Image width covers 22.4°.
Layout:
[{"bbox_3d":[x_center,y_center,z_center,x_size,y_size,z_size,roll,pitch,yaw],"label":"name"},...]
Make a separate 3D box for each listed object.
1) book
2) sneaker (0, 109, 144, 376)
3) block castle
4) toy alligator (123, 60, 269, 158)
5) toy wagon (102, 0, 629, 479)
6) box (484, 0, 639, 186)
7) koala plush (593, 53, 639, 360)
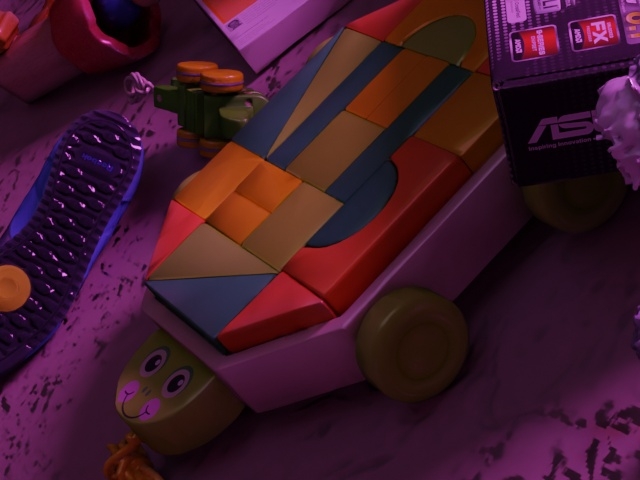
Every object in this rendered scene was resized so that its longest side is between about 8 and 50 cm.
[{"bbox_3d":[-0.037,-0.184,1.198,0.096,0.035,0.144,-37,31,0],"label":"book"},{"bbox_3d":[-0.184,0.010,1.093,0.209,0.069,0.082,-60,2,-15],"label":"sneaker"},{"bbox_3d":[-0.212,-0.368,1.368,0.213,0.303,0.453,-23,34,39],"label":"block castle"},{"bbox_3d":[-0.077,-0.095,1.113,0.051,0.056,0.190,-6,16,-27],"label":"toy alligator"},{"bbox_3d":[0.000,0.000,0.883,0.344,0.068,0.267,-45,31,-8],"label":"toy wagon"},{"bbox_3d":[0.188,-0.145,0.801,0.216,0.060,0.270,-9,38,11],"label":"box"},{"bbox_3d":[0.198,-0.032,0.555,0.196,0.221,0.203,-44,31,-7],"label":"koala plush"}]
